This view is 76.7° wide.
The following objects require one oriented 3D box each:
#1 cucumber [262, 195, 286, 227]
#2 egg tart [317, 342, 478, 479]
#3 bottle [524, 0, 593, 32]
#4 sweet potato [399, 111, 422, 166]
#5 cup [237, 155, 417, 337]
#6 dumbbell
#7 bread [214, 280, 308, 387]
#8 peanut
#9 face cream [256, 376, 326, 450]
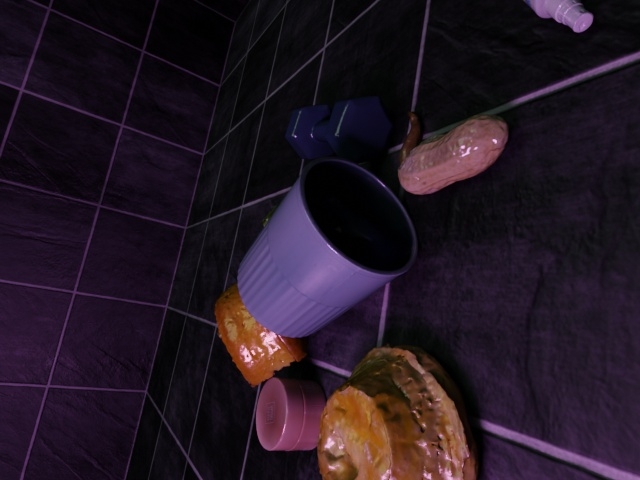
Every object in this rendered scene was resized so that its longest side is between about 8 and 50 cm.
[{"bbox_3d":[-0.045,-0.093,1.094,0.244,0.134,0.134,-46,40,35],"label":"cucumber"},{"bbox_3d":[0.094,0.329,0.646,0.341,0.128,0.342,-30,52,49],"label":"egg tart"},{"bbox_3d":[0.349,-0.385,0.627,0.060,0.060,0.217,-46,40,39],"label":"bottle"},{"bbox_3d":[0.187,-0.203,0.834,0.041,0.038,0.153,2,74,36],"label":"sweet potato"},{"bbox_3d":[-0.015,0.002,0.840,0.311,0.256,0.331,-47,55,41],"label":"cup"},{"bbox_3d":[0.036,-0.276,1.019,0.324,0.144,0.160,27,98,61],"label":"dumbbell"},{"bbox_3d":[-0.160,0.178,1.011,0.194,0.179,0.340,-36,24,3],"label":"bread"},{"bbox_3d":[0.223,-0.144,0.694,0.214,0.090,0.099,-19,31,54],"label":"peanut"},{"bbox_3d":[-0.067,0.387,0.906,0.149,0.104,0.149,-34,48,48],"label":"face cream"}]
